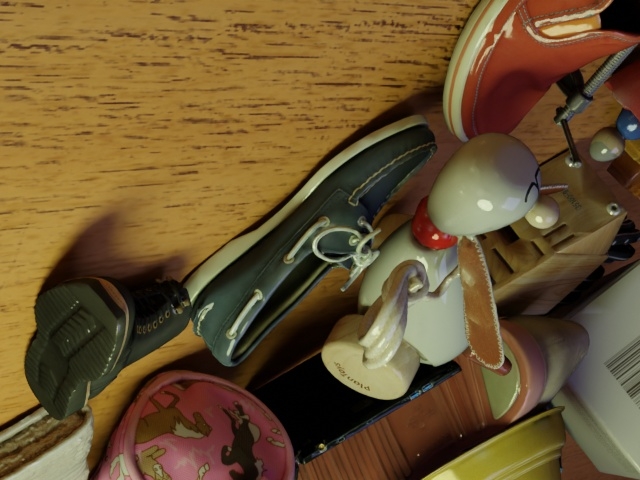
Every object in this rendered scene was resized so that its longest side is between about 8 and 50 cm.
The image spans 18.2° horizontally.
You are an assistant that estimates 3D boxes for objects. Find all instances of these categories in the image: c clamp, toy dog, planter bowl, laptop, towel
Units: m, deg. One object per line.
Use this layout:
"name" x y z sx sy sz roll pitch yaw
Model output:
"c clamp" 0.230 -0.157 1.579 0.022 0.137 0.161 17 123 -31
"toy dog" 0.124 0.039 1.643 0.220 0.161 0.333 -64 -175 -8
"planter bowl" 0.166 0.253 1.937 0.217 0.090 0.217 -29 168 -7
"laptop" 0.007 0.210 1.855 0.264 0.137 0.234 -30 -164 -11
"towel" -0.314 0.241 1.659 0.282 0.049 0.187 -30 161 -23

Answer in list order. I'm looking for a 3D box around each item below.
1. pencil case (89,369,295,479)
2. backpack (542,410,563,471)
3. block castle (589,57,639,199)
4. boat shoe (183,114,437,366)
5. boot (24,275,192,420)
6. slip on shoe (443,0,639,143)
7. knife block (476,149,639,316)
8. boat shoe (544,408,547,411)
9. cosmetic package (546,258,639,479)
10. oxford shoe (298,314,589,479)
"pencil case" -0.148 0.277 1.826 0.386 0.167 0.160 116 -5 -49
"backpack" 0.202 0.229 2.349 0.144 0.166 0.188 -39 158 10
"block castle" 0.442 -0.040 1.946 0.213 0.303 0.453 -40 160 11
"boat shoe" 0.000 0.000 1.601 0.254 0.079 0.095 -38 159 1
"boot" -0.143 0.051 1.500 0.137 0.077 0.198 -32 174 -29
"slip on shoe" 0.199 -0.177 1.514 0.123 0.101 0.331 -19 155 -46
"knife block" 0.205 0.025 2.002 0.275 0.088 0.242 -30 159 -22
"boat shoe" 0.322 0.168 2.525 0.257 0.095 0.095 -28 159 -25
"cosmetic package" 0.335 0.147 2.229 0.155 0.197 0.365 -38 178 -2
"oxford shoe" 0.112 0.182 2.020 0.146 0.140 0.397 -12 169 -45
